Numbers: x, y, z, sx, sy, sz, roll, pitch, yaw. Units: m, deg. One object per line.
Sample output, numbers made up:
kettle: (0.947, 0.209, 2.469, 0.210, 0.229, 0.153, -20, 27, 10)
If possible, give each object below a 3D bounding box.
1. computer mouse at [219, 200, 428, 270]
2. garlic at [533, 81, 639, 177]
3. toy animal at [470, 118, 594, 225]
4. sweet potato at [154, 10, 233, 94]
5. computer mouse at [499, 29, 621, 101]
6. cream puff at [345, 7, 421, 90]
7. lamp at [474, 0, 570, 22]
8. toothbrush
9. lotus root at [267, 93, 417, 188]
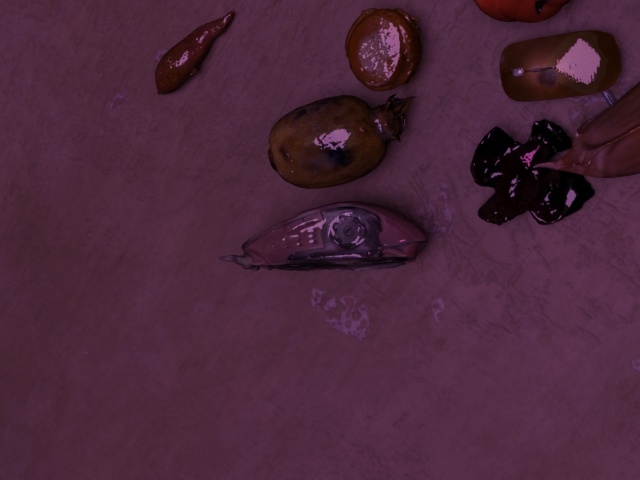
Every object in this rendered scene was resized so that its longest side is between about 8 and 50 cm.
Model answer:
computer mouse: (0.001, -0.006, 1.779, 0.388, 0.199, 0.115, -4, 79, 21)
garlic: (0.491, -0.187, 1.535, 0.338, 0.196, 0.151, -26, 74, 20)
toy animal: (0.337, -0.103, 1.682, 0.218, 0.116, 0.179, 26, 141, -14)
sweet potato: (-0.243, -0.343, 1.863, 0.226, 0.068, 0.068, -43, 84, 22)
computer mouse: (0.381, -0.280, 1.628, 0.199, 0.045, 0.102, -2, 101, 29)
cream puff: (0.110, -0.321, 1.707, 0.126, 0.103, 0.144, 19, 107, 22)
lamp: (0.321, -0.431, 1.574, 0.187, 0.163, 0.188, 10, 105, 44)
toothbrush: (0.453, -0.245, 1.633, 0.019, 0.016, 0.220, -35, 87, 24)
lotus root: (0.039, -0.174, 1.740, 0.278, 0.154, 0.154, -16, 95, 20)
